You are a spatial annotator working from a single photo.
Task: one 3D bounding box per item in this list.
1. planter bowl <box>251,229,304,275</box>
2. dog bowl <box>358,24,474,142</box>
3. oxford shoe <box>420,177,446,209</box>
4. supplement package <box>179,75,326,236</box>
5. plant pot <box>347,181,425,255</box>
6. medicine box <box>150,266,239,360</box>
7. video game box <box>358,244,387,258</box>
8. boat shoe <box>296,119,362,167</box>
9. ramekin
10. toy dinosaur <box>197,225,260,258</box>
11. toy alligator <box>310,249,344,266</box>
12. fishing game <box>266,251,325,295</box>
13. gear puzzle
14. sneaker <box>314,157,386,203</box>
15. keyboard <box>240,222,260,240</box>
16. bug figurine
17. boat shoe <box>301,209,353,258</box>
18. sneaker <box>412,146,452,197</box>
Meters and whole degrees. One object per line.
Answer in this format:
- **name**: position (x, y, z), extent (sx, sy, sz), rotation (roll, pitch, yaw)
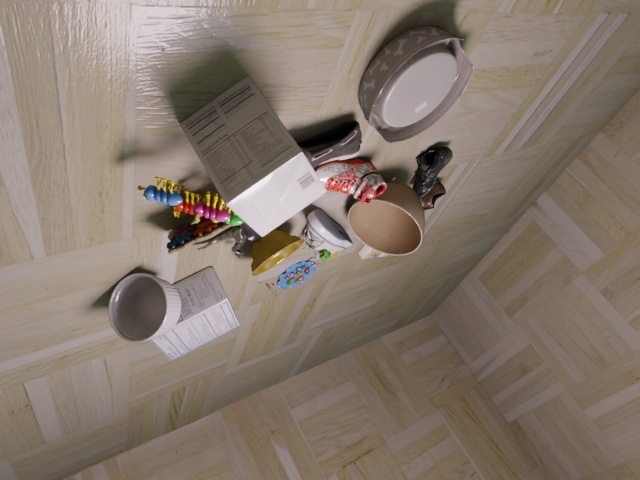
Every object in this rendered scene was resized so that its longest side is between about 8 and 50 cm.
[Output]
- **planter bowl**: position (-0.168, 0.025, 1.684), extent (0.217, 0.090, 0.217), rotation (-34, 173, -5)
- **dog bowl**: position (0.260, -0.438, 1.374), extent (0.349, 0.102, 0.349), rotation (-26, 154, -14)
- **oxford shoe**: position (0.426, -0.161, 2.060), extent (0.227, 0.096, 0.083), rotation (-38, 156, 13)
- **supplement package**: position (-0.153, -0.192, 1.144), extent (0.198, 0.262, 0.199), rotation (-35, 154, 2)
- **plant pot**: position (0.267, -0.109, 1.823), extent (0.284, 0.284, 0.191), rotation (104, 12, -55)
- **medicine box**: position (-0.461, 0.264, 1.727), extent (0.289, 0.149, 0.263), rotation (-26, 154, -14)
- **video game box**: position (0.296, 0.001, 2.249), extent (0.187, 0.048, 0.205), rotation (-6, 143, -47)
- **boat shoe**: position (-0.022, -0.260, 1.377), extent (0.335, 0.112, 0.095), rotation (-24, 136, -29)
- **ramekin**: position (-0.528, 0.205, 1.496), extent (0.207, 0.207, 0.109), rotation (-37, 163, 8)
- **toy dinosaur**: position (-0.256, -0.013, 1.579), extent (0.268, 0.064, 0.118), rotation (-30, 140, -5)
- **toy alligator**: position (0.034, 0.044, 2.025), extent (0.190, 0.056, 0.051), rotation (-28, 114, -12)
- **fishing game**: position (-0.096, 0.156, 2.083), extent (0.264, 0.041, 0.189), rotation (-31, 152, -5)
- **gear puzzle**: position (-0.270, -0.070, 1.353), extent (0.339, 0.175, 0.044), rotation (-25, 109, -1)
- **sneaker**: position (0.089, -0.183, 1.574), extent (0.270, 0.145, 0.090), rotation (-15, 149, -32)
- **keyboard**: position (-0.203, -0.082, 1.495), extent (0.108, 0.023, 0.180), rotation (-24, 134, -3)
- **bug figurine**: position (-0.305, -0.084, 1.202), extent (0.279, 0.216, 0.072), rotation (44, 60, -84)
- **boat shoe**: position (-0.004, -0.007, 1.818), extent (0.156, 0.136, 0.367), rotation (-35, 164, 10)
- **sneaker**: position (0.395, -0.260, 1.864), extent (0.130, 0.087, 0.227), rotation (-6, 141, -40)
